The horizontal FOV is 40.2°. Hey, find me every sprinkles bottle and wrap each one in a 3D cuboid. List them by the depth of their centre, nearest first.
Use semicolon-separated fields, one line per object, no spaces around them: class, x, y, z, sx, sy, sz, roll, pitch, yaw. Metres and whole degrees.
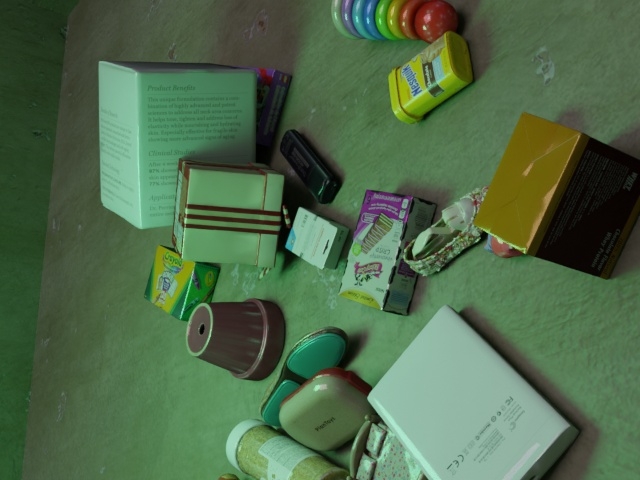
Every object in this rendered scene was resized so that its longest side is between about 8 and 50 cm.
sprinkles bottle;-0.068;0.480;1.841;0.355;0.121;0.121;11;87;56

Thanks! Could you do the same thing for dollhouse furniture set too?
dollhouse furniture set;0.116;0.447;1.542;0.303;0.173;0.356;17;92;56

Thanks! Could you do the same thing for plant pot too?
plant pot;-0.214;0.227;2.099;0.201;0.180;0.201;-28;55;49

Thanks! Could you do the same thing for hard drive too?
hard drive;0.242;0.294;1.484;0.233;0.047;0.353;-51;39;7

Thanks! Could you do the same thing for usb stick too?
usb stick;-0.031;-0.182;2.115;0.278;0.045;0.077;54;128;49

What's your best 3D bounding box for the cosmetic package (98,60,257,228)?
cosmetic package;-0.380;-0.265;2.314;0.327;0.329;0.394;25;116;56

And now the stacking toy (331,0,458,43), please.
stacking toy;0.165;-0.483;1.878;0.330;0.141;0.141;30;102;52

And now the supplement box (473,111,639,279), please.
supplement box;0.376;-0.066;1.343;0.129;0.194;0.191;37;108;54

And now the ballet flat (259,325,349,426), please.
ballet flat;-0.041;0.273;1.909;0.316;0.107;0.106;-51;15;29

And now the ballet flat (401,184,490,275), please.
ballet flat;0.241;-0.018;1.628;0.241;0.077;0.091;-49;41;32

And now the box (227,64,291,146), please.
box;-0.200;-0.375;2.421;0.293;0.057;0.201;22;98;56

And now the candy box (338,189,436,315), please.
candy box;0.132;0.021;1.774;0.159;0.071;0.233;13;89;56

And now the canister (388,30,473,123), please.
canister;0.223;-0.331;1.779;0.170;0.073;0.126;-32;53;44

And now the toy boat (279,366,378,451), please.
toy boat;0.020;0.322;1.788;0.231;0.151;0.151;-43;15;38

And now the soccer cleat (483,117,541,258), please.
soccer cleat;0.337;-0.092;1.519;0.095;0.083;0.248;6;85;61

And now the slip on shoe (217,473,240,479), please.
slip on shoe;-0.277;0.681;2.079;0.331;0.123;0.101;-54;28;22

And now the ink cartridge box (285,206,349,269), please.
ink cartridge box;0.000;0.000;1.983;0.180;0.060;0.104;31;103;56

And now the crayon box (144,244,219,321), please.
crayon box;-0.399;0.122;2.495;0.278;0.081;0.165;18;92;56

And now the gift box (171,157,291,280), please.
gift box;-0.217;-0.054;2.122;0.255;0.258;0.276;-132;46;-68
